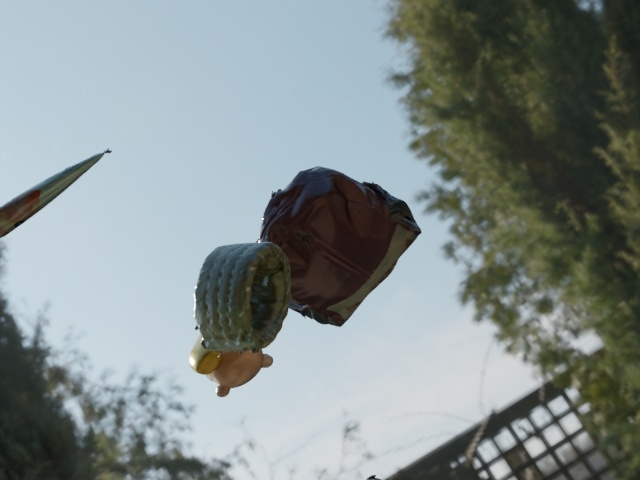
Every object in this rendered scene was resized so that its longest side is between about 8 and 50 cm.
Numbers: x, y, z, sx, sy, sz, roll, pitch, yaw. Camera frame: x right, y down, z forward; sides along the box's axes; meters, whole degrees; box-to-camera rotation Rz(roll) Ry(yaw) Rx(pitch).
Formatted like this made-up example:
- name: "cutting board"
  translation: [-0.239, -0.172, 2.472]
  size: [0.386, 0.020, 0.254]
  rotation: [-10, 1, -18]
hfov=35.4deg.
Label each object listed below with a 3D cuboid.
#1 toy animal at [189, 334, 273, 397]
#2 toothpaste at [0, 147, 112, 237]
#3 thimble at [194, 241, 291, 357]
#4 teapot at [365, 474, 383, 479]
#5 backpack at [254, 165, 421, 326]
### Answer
- name: "toy animal"
  translation: [-0.096, 0.124, 1.167]
  size: [0.114, 0.082, 0.091]
  rotation: [-48, 12, -6]
- name: "toothpaste"
  translation: [-0.367, -0.064, 1.333]
  size: [0.205, 0.036, 0.056]
  rotation: [-36, 15, -11]
- name: "thimble"
  translation: [-0.072, 0.054, 0.927]
  size: [0.062, 0.110, 0.084]
  rotation: [-3, -30, 28]
- name: "teapot"
  translation: [0.019, 0.551, 1.564]
  size: [0.280, 0.252, 0.424]
  rotation: [-63, -7, -61]
- name: "backpack"
  translation: [0.000, 0.000, 1.785]
  size: [0.283, 0.197, 0.317]
  rotation: [-55, -37, 5]
